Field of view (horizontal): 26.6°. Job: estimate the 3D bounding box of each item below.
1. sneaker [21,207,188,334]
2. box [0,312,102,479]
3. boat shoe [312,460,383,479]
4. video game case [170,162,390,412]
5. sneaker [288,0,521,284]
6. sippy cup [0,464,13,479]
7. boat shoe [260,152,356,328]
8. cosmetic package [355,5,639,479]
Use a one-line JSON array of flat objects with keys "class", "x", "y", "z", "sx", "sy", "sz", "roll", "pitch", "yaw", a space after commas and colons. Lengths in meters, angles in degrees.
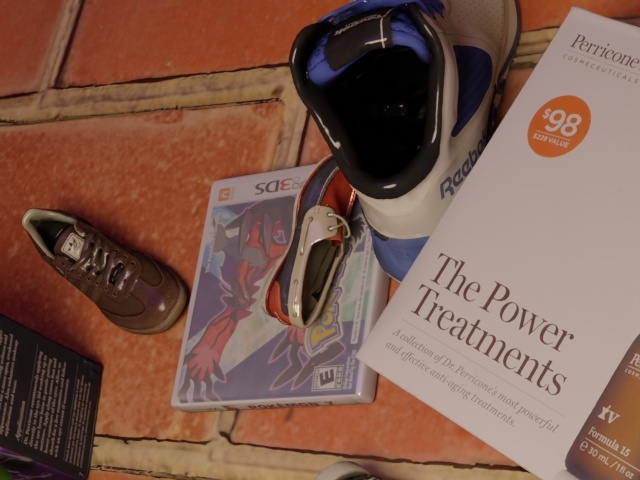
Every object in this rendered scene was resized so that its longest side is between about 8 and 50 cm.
[{"class": "sneaker", "x": -0.193, "y": 0.024, "z": 1.158, "sx": 0.188, "sy": 0.071, "sz": 0.066, "roll": 25, "pitch": 83, "yaw": 43}, {"class": "box", "x": -0.304, "y": 0.126, "z": 1.096, "sx": 0.153, "sy": 0.207, "sz": 0.108, "roll": -13, "pitch": 60, "yaw": 31}, {"class": "boat shoe", "x": -0.018, "y": 0.257, "z": 0.897, "sx": 0.068, "sy": 0.081, "sz": 0.228, "roll": 25, "pitch": 81, "yaw": 46}, {"class": "video game case", "x": -0.027, "y": 0.034, "z": 1.061, "sx": 0.183, "sy": 0.023, "sz": 0.201, "roll": -8, "pitch": 63, "yaw": 34}, {"class": "sneaker", "x": 0.065, "y": -0.141, "z": 0.963, "sx": 0.127, "sy": 0.182, "sz": 0.315, "roll": -8, "pitch": 63, "yaw": 18}, {"class": "sippy cup", "x": -0.343, "y": 0.308, "z": 1.036, "sx": 0.305, "sy": 0.240, "sz": 0.224, "roll": -28, "pitch": 37, "yaw": -11}, {"class": "boat shoe", "x": 0.000, "y": 0.000, "z": 1.009, "sx": 0.043, "sy": 0.049, "sz": 0.137, "roll": 18, "pitch": 82, "yaw": 50}, {"class": "cosmetic package", "x": 0.236, "y": 0.043, "z": 0.808, "sx": 0.377, "sy": 0.097, "sz": 0.284, "roll": 29, "pitch": 85, "yaw": 43}]
